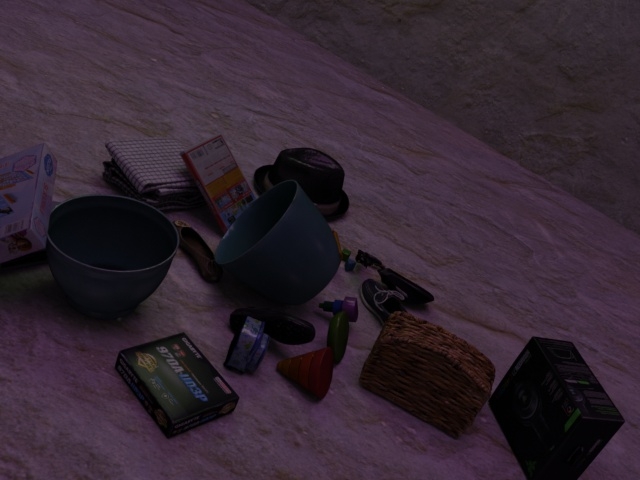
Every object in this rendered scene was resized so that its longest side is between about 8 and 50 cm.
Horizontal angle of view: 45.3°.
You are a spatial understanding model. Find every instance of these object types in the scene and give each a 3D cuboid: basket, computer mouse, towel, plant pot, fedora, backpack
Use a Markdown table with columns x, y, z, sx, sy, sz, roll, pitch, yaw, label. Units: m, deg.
| x | y | z | sx | sy | sz | roll | pitch | yaw | label |
| --- | --- | --- | --- | --- | --- | --- | --- | --- | --- |
| 0.281 | 0.292 | 1.898 | 0.299 | 0.214 | 0.223 | 28 | 32 | 8 | basket |
| 0.206 | 0.117 | 2.274 | 0.262 | 0.060 | 0.184 | 30 | 6 | -10 | computer mouse |
| -0.468 | -0.188 | 2.236 | 0.283 | 0.121 | 0.235 | -13 | 48 | -47 | towel |
| -0.487 | 0.055 | 1.761 | 0.293 | 0.196 | 0.293 | 14 | 32 | -9 | plant pot |
| -0.044 | -0.210 | 2.517 | 0.333 | 0.153 | 0.334 | 17 | 31 | -11 | fedora |
| -0.091 | 0.028 | 1.999 | 0.235 | 0.293 | 0.293 | 46 | 24 | -21 | plant pot |
| -0.164 | 0.239 | 1.777 | 0.084 | 0.114 | 0.105 | 21 | 30 | -5 | backpack |

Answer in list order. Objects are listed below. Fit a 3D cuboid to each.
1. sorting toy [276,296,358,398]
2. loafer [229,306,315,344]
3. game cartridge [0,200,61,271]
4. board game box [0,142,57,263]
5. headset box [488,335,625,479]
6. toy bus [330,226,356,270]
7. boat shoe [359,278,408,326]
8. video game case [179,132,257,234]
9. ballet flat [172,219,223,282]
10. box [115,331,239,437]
| x | y | z | sx | sy | sz | roll | pitch | yaw | label |
| --- | --- | --- | --- | --- | --- | --- | --- | --- | --- |
| -0.007 | 0.246 | 1.909 | 0.126 | 0.127 | 0.365 | 5 | 29 | 16 | sorting toy |
| -0.112 | 0.200 | 1.864 | 0.223 | 0.076 | 0.078 | 8 | 19 | 20 | loafer |
| -0.726 | -0.017 | 1.859 | 0.297 | 0.062 | 0.198 | -14 | 51 | -46 | game cartridge |
| -0.752 | -0.055 | 1.695 | 0.318 | 0.066 | 0.318 | -18 | 42 | 4 | board game box |
| 0.565 | 0.421 | 1.859 | 0.131 | 0.246 | 0.283 | 10 | 34 | -23 | headset box |
| 0.006 | 0.008 | 2.259 | 0.202 | 0.104 | 0.191 | 37 | 33 | 21 | toy bus |
| 0.188 | 0.183 | 2.134 | 0.095 | 0.079 | 0.254 | 4 | 35 | -26 | boat shoe |
| -0.281 | -0.161 | 2.242 | 0.285 | 0.025 | 0.204 | 62 | 32 | -9 | video game case |
| -0.331 | 0.016 | 2.065 | 0.084 | 0.058 | 0.250 | -4 | 40 | -39 | ballet flat |
| -0.308 | 0.303 | 1.643 | 0.175 | 0.051 | 0.220 | -12 | 45 | -44 | box |
